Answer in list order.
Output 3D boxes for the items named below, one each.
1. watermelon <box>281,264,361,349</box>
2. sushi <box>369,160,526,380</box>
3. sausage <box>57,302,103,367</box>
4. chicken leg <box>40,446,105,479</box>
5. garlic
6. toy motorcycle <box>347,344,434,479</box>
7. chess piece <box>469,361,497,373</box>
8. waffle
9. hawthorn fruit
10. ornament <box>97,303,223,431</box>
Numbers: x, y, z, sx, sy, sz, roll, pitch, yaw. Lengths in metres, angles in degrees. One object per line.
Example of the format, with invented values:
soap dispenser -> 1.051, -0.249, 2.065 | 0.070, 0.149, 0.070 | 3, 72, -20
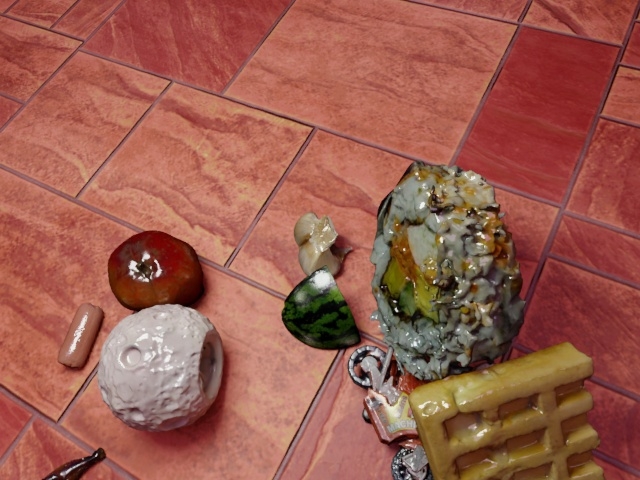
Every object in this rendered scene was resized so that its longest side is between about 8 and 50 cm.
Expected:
watermelon -> 0.001, 0.147, 1.111 | 0.193, 0.145, 0.137 | 11, 60, 15
sushi -> 0.219, 0.053, 0.941 | 0.176, 0.417, 0.417 | -2, 60, -15
sausage -> -0.567, 0.223, 1.204 | 0.062, 0.062, 0.154 | 6, 63, 12
chicken leg -> -0.537, 0.517, 1.050 | 0.093, 0.053, 0.205 | 26, 74, -4
garlic -> -0.004, 0.008, 1.221 | 0.124, 0.099, 0.174 | -32, 56, 13
toy motorcycle -> 0.169, 0.334, 1.013 | 0.171, 0.089, 0.298 | -22, 60, -4
chess piece -> 0.345, 0.290, 1.039 | 0.084, 0.038, 0.083 | -4, 59, 7
waffle -> 0.325, 0.371, 0.864 | 0.304, 0.077, 0.348 | -17, 104, -5
hawthorn fruit -> -0.383, 0.077, 1.163 | 0.215, 0.249, 0.215 | 0, 85, -3
ornament -> -0.327, 0.257, 1.041 | 0.225, 0.259, 0.259 | -2, 62, 7
